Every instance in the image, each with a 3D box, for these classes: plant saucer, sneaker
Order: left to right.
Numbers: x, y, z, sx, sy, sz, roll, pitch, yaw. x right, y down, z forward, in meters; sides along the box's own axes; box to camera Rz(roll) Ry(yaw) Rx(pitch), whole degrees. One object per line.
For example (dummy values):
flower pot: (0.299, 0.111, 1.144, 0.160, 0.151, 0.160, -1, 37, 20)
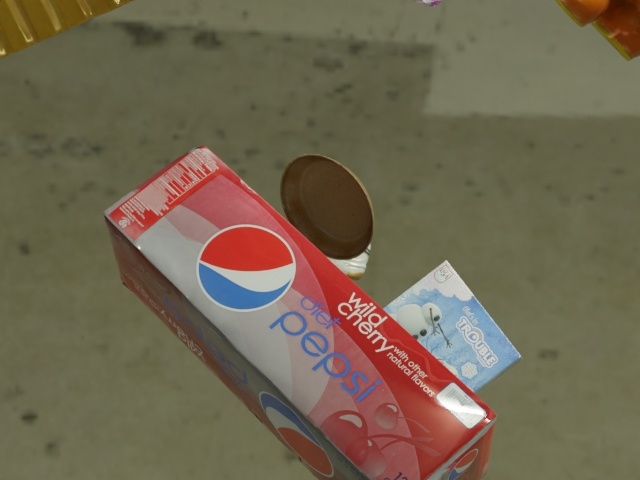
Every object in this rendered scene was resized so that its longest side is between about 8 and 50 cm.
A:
sneaker: (0.000, 0.000, 1.203, 0.083, 0.037, 0.032, 22, -1, 15)
plant saucer: (0.008, -0.026, 1.140, 0.083, 0.083, 0.015, 23, 39, 29)

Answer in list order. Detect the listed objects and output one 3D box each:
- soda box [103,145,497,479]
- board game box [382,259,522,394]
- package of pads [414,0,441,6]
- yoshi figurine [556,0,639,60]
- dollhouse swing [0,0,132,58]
soda box: (-0.015, 0.062, 0.970, 0.083, 0.092, 0.263, -39, 67, -18)
board game box: (0.083, 0.077, 1.152, 0.090, 0.020, 0.090, -38, 74, 0)
package of pads: (0.085, -0.202, 1.130, 0.032, 0.050, 0.083, 17, 30, 12)
yoshi figurine: (0.333, -0.346, 1.380, 0.203, 0.362, 0.203, 43, 18, -13)
dollhouse swing: (-0.352, -0.286, 1.347, 0.347, 0.315, 0.305, -18, 15, 30)
